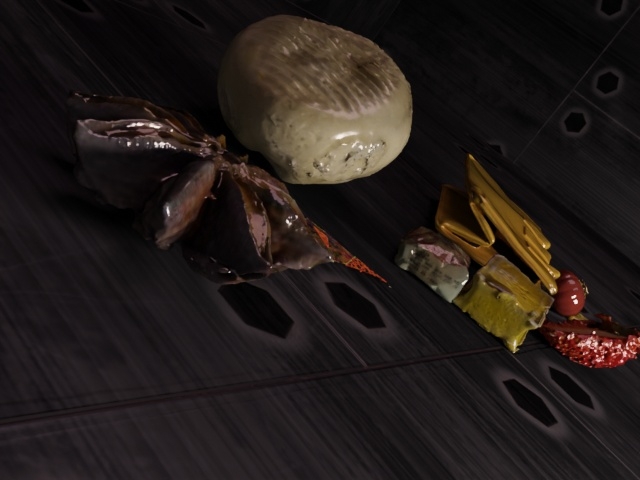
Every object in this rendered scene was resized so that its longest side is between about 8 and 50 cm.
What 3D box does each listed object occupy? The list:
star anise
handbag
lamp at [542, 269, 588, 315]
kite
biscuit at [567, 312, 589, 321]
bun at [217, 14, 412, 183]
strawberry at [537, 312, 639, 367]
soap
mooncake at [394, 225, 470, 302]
[{"bbox_3d":[-0.138,-0.054,0.841,0.332,0.117,0.331,35,10,-7],"label":"star anise"},{"bbox_3d":[0.374,-0.021,1.657,0.283,0.133,0.401,40,19,-4],"label":"handbag"},{"bbox_3d":[0.514,0.110,1.635,0.101,0.090,0.101,-18,90,-83],"label":"lamp"},{"bbox_3d":[0.001,-0.001,1.126,0.222,0.008,0.125,23,20,-36],"label":"kite"},{"bbox_3d":[0.570,0.185,1.665,0.083,0.018,0.081,44,21,23],"label":"biscuit"},{"bbox_3d":[-0.018,-0.219,1.285,0.326,0.234,0.362,28,35,-6],"label":"bun"},{"bbox_3d":[0.476,0.188,1.426,0.208,0.087,0.167,3,8,-16],"label":"strawberry"},{"bbox_3d":[0.319,0.100,1.337,0.135,0.076,0.233,42,18,12],"label":"soap"},{"bbox_3d":[0.187,0.028,1.283,0.125,0.073,0.130,35,17,0],"label":"mooncake"}]
